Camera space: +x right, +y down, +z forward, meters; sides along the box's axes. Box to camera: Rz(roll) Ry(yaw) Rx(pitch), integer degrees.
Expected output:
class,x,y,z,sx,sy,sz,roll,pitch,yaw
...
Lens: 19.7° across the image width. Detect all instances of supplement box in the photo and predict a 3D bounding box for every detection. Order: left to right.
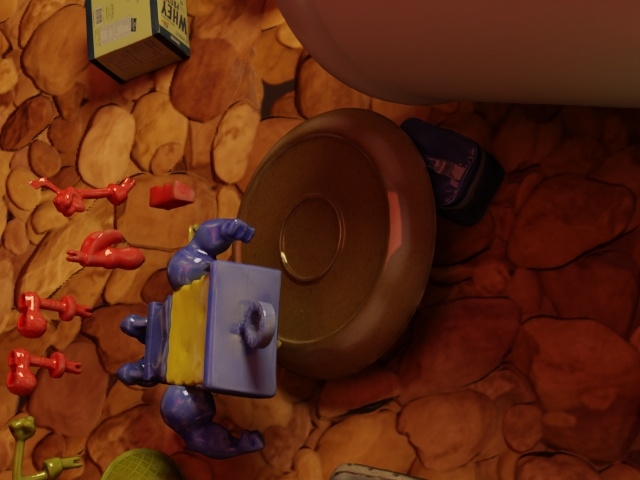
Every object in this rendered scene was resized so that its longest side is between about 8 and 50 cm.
class,x,y,z,sx,sy,sz,roll,pitch,yaw
supplement box,-0.178,-0.211,1.792,0.083,0.056,0.083,-18,62,23

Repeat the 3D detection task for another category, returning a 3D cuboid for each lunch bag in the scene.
class,x,y,z,sx,sy,sz,roll,pitch,yaw
lunch bag,0.097,-0.062,1.565,0.098,0.065,0.067,23,82,34

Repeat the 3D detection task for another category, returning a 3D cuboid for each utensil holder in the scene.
class,x,y,z,sx,sy,sz,roll,pitch,yaw
utensil holder,0.195,-0.252,1.372,0.385,0.327,0.328,10,75,49

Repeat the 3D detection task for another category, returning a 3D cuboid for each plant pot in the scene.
class,x,y,z,sx,sy,sz,roll,pitch,yaw
plant pot,0.000,0.000,1.573,0.236,0.032,0.236,-11,75,43

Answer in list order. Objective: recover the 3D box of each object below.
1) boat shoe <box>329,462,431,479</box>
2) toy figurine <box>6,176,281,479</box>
class,x,y,z,sx,sy,sz,roll,pitch,yaw
boat shoe,0.138,0.255,1.387,0.324,0.123,0.116,9,82,39
toy figurine,-0.121,0.103,1.507,0.217,0.191,0.362,-15,66,50
